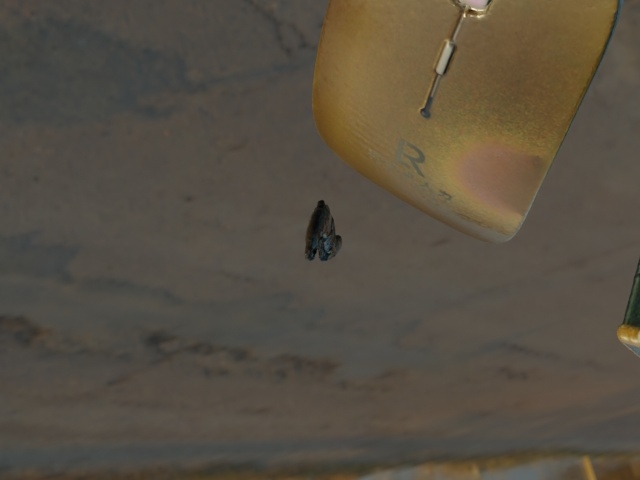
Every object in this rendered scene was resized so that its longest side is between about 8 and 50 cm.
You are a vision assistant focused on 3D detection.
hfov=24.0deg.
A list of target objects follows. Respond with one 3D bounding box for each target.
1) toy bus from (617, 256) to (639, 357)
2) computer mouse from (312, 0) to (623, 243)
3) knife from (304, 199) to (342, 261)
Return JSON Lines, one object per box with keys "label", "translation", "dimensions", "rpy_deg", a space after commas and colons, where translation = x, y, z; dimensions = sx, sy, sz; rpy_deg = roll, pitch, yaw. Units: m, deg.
{"label": "toy bus", "translation": [0.282, -0.035, 0.831], "dimensions": [0.138, 0.275, 0.167], "rpy_deg": [36, 152, -31]}
{"label": "computer mouse", "translation": [0.062, -0.079, 0.708], "dimensions": [0.056, 0.126, 0.245], "rpy_deg": [-53, 170, -32]}
{"label": "knife", "translation": [0.001, -0.006, 1.170], "dimensions": [0.021, 0.045, 0.222], "rpy_deg": [7, 179, 4]}
